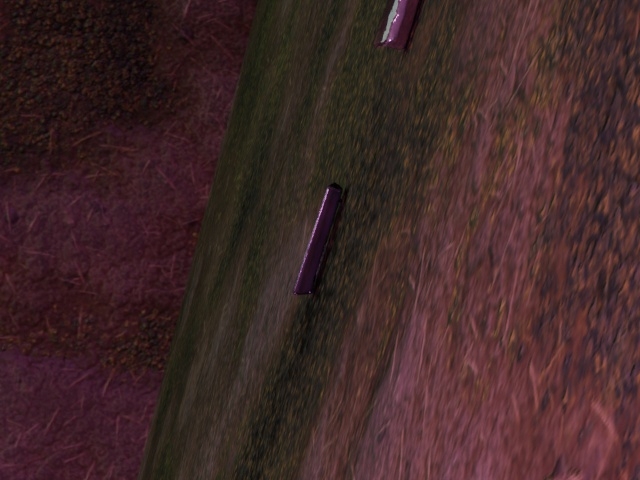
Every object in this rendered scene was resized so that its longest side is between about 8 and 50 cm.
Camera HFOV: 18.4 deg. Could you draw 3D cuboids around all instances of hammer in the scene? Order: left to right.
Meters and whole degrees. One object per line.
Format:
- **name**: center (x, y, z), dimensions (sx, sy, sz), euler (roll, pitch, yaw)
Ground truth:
- **hammer**: center (0.092, -0.278, 1.418), dimensions (0.125, 0.027, 0.297), euler (-124, 50, -80)

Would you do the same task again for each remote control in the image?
- **remote control**: center (0.000, 0.000, 1.546), dimensions (0.034, 0.016, 0.091), euler (-35, -36, -75)
